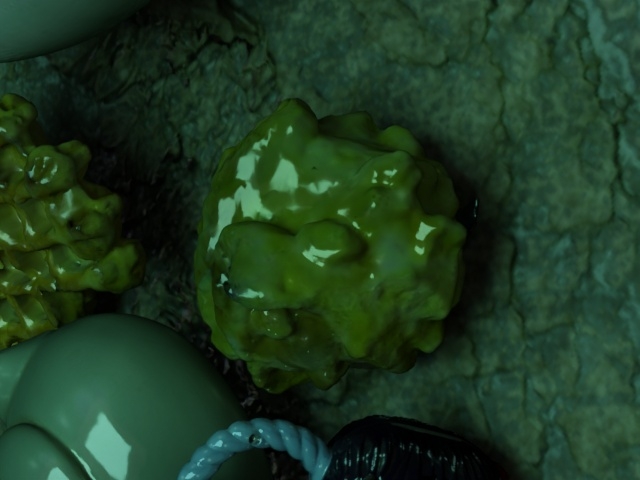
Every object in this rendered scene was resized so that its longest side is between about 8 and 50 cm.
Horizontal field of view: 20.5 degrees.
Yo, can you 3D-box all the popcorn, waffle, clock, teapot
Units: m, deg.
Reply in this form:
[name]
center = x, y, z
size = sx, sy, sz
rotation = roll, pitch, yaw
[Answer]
[popcorn]
center = 0.009, 0.002, 1.012
size = 0.173, 0.142, 0.173
rotation = -31, 45, 37
[waffle]
center = -0.215, 0.003, 1.210
size = 0.249, 0.056, 0.253
rotation = 26, 135, 30
[clock]
center = -0.001, 0.187, 0.985
size = 0.100, 0.194, 0.195
rotation = -128, 56, -69
[teapot]
center = -0.121, 0.198, 1.120
size = 0.220, 0.149, 0.318
rotation = 21, 131, 50

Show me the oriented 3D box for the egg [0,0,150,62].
[egg]
center = -0.223, -0.249, 1.114
size = 0.389, 0.276, 0.276
rotation = 5, 94, 40
